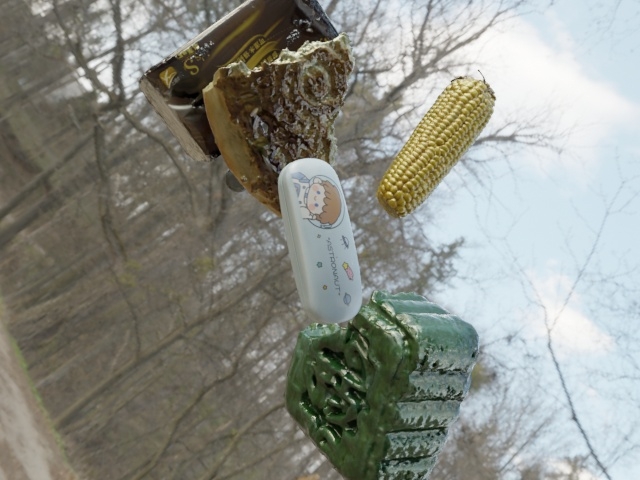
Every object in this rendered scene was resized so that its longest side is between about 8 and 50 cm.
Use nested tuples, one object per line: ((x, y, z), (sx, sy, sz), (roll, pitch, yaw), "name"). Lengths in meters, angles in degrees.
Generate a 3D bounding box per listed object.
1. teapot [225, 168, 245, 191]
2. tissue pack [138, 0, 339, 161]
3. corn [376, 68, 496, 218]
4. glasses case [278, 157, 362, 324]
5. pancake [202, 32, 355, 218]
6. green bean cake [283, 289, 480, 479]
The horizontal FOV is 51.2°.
((-0.150, -0.125, 1.286), (0.083, 0.063, 0.049), (-98, -174, -69), "teapot")
((-0.149, -0.339, 1.314), (0.210, 0.370, 0.198), (52, -12, -14), "tissue pack")
((0.211, -0.171, 1.208), (0.106, 0.305, 0.106), (35, -14, 10), "corn")
((0.000, 0.000, 0.710), (0.045, 0.067, 0.179), (-21, -101, 55), "glasses case")
((-0.028, -0.165, 0.907), (0.266, 0.244, 0.057), (40, -3, -33), "pancake")
((0.080, 0.221, 1.121), (0.308, 0.169, 0.300), (32, -72, 53), "green bean cake")
